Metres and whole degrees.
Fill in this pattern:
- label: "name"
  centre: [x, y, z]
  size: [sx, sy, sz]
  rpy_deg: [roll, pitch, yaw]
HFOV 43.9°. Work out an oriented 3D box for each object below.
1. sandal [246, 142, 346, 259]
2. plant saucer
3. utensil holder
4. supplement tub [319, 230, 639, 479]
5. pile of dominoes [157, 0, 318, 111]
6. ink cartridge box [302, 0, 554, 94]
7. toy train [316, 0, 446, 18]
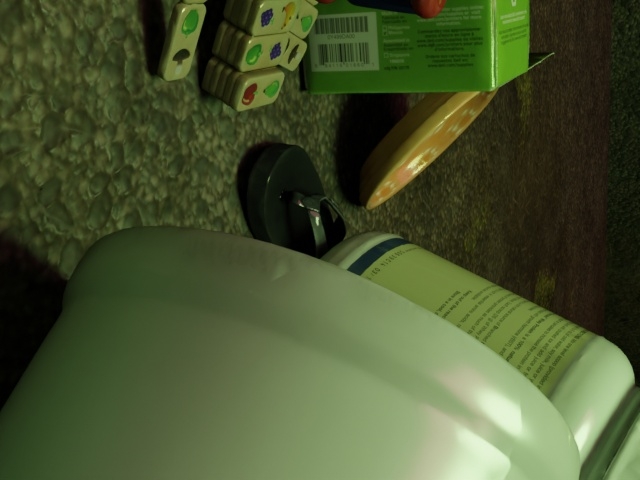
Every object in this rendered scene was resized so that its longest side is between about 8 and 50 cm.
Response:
- label: "sandal"
  centre: [0.000, 0.000, 0.774]
  size: [0.097, 0.054, 0.254]
  rpy_deg: [-66, 148, -29]
- label: "plant saucer"
  centre: [0.112, -0.114, 0.876]
  size: [0.200, 0.037, 0.200]
  rpy_deg: [-41, 173, -6]
- label: "utensil holder"
  centre: [-0.075, 0.241, 0.415]
  size: [0.385, 0.327, 0.328]
  rpy_deg: [-64, 147, -27]
- label: "supplement tub"
  centre: [0.128, 0.155, 0.715]
  size: [0.235, 0.324, 0.235]
  rpy_deg: [-41, 147, -35]
- label: "pile of dominoes"
  centre: [-0.019, -0.220, 0.589]
  size: [0.196, 0.040, 0.251]
  rpy_deg: [-29, 148, -55]
- label: "ink cartridge box"
  centre: [0.119, -0.216, 0.808]
  size: [0.255, 0.188, 0.097]
  rpy_deg: [-36, 125, -56]
- label: "toy train"
  centre: [0.021, -0.248, 0.508]
  size: [0.248, 0.105, 0.143]
  rpy_deg: [10, 94, -68]
